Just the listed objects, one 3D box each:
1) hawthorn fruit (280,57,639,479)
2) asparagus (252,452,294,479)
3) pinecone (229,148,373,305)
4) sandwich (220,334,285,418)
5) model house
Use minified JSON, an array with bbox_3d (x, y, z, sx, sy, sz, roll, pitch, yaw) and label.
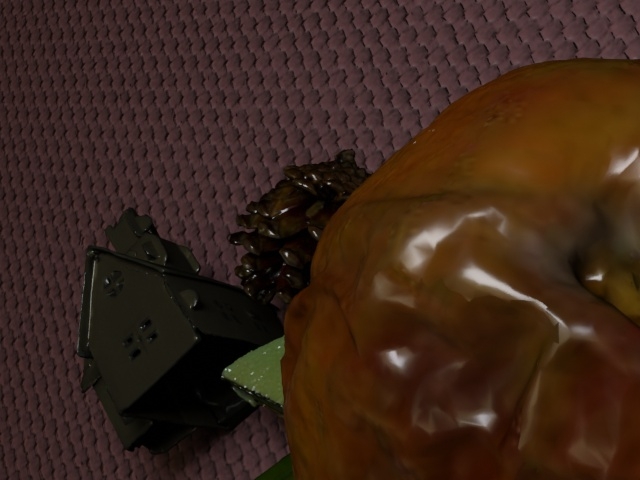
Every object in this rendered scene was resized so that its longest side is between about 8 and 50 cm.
[{"bbox_3d":[0.170,0.090,0.790,0.472,0.472,0.472,-13,66,33],"label":"hawthorn fruit"},{"bbox_3d":[-0.046,0.265,1.160,0.277,0.060,0.067,-39,47,20],"label":"asparagus"},{"bbox_3d":[-0.001,-0.004,1.151,0.195,0.179,0.150,-32,83,18],"label":"pinecone"},{"bbox_3d":[0.060,0.108,1.100,0.245,0.063,0.212,22,64,32],"label":"sandwich"},{"bbox_3d":[-0.182,0.082,1.226,0.204,0.211,0.243,-41,59,16],"label":"model house"}]
